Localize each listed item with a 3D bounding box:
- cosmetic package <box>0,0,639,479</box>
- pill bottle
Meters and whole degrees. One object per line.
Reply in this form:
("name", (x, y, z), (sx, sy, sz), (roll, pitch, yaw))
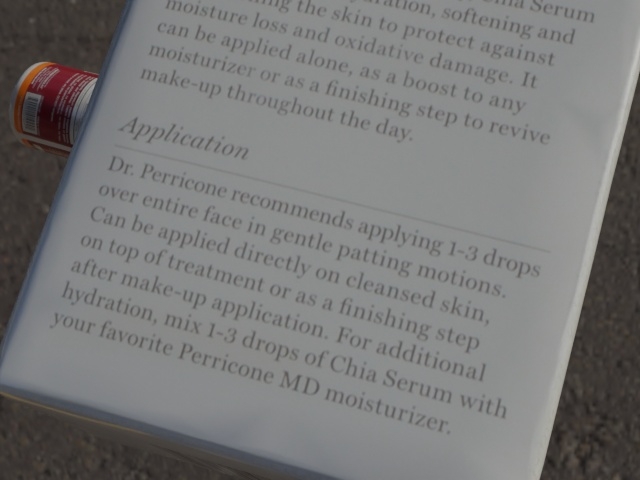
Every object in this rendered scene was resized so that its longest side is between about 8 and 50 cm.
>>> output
("cosmetic package", (0.041, -0.101, 0.589), (0.230, 0.161, 0.453), (15, 76, 12))
("pill bottle", (-0.210, -0.113, 1.133), (0.152, 0.086, 0.086), (17, 43, 21))
